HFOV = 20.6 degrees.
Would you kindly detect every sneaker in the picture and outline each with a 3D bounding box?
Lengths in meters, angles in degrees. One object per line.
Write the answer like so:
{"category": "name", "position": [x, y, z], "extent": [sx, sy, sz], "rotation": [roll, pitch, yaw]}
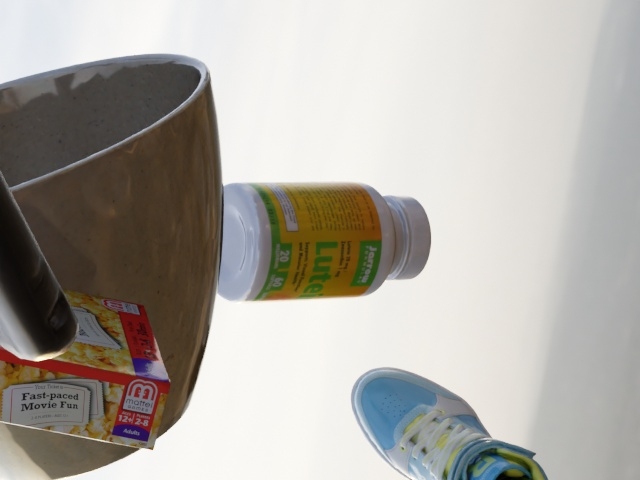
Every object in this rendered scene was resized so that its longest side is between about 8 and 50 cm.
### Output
{"category": "sneaker", "position": [0.159, 0.244, 2.040], "extent": [0.127, 0.319, 0.208], "rotation": [-48, -16, -9]}

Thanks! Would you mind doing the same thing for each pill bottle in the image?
{"category": "pill bottle", "position": [0.000, 0.000, 2.013], "extent": [0.136, 0.245, 0.136], "rotation": [4, 95, 58]}

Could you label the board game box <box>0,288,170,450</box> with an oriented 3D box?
{"category": "board game box", "position": [-0.193, 0.060, 1.023], "extent": [0.147, 0.193, 0.045], "rotation": [-129, 53, -70]}

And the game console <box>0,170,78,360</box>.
{"category": "game console", "position": [-0.255, -0.142, 0.709], "extent": [0.060, 0.342, 0.387], "rotation": [-45, -32, -20]}

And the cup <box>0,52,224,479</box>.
{"category": "cup", "position": [-0.204, 0.032, 1.268], "extent": [0.331, 0.331, 0.237], "rotation": [-66, -38, -65]}
